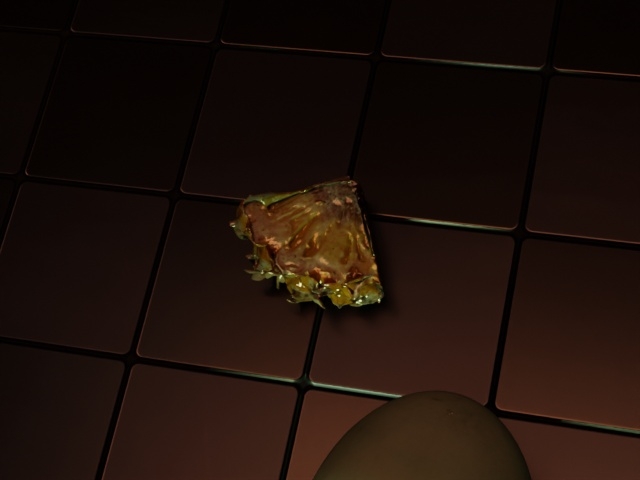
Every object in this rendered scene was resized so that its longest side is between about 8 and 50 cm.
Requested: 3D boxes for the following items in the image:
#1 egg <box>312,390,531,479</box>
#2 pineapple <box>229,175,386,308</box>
[{"bbox_3d":[0.103,0.359,1.551,0.276,0.276,0.389,14,73,18],"label":"egg"},{"bbox_3d":[0.000,0.000,1.839,0.236,0.114,0.186,26,74,12],"label":"pineapple"}]
